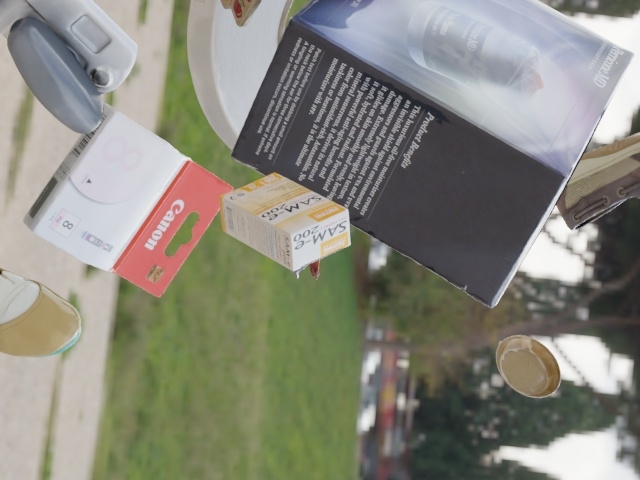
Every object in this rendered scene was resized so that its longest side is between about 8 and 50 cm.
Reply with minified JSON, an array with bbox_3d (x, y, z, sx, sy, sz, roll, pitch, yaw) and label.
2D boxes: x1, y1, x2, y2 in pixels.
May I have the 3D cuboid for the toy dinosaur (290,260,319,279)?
[{"bbox_3d":[0.000,0.000,1.496,0.082,0.090,0.047,-44,140,-16],"label":"toy dinosaur"}]

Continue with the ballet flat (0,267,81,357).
[{"bbox_3d":[-0.324,0.060,1.539,0.080,0.232,0.073,-49,126,-23],"label":"ballet flat"}]

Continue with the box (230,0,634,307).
[{"bbox_3d":[0.120,-0.136,1.532,0.183,0.294,0.296,-63,174,37],"label":"box"}]

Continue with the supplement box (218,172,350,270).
[{"bbox_3d":[-0.030,-0.017,1.273,0.098,0.062,0.036,28,-48,43],"label":"supplement box"}]

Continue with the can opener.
[{"bbox_3d":[-0.250,-0.205,1.180,0.074,0.280,0.093,-37,-158,17],"label":"can opener"}]

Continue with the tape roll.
[{"bbox_3d":[0.017,-0.258,1.943,0.072,0.392,0.392,23,-70,55],"label":"tape roll"}]

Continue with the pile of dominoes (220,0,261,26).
[{"bbox_3d":[-0.117,-0.338,1.518,0.251,0.040,0.196,55,-35,39],"label":"pile of dominoes"}]

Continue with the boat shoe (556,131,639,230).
[{"bbox_3d":[0.393,-0.084,1.818,0.103,0.285,0.092,-23,92,-51],"label":"boat shoe"}]

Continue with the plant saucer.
[{"bbox_3d":[0.237,0.148,1.784,0.015,0.083,0.083,122,-22,-48],"label":"plant saucer"}]

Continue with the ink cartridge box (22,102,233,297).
[{"bbox_3d":[-0.239,-0.042,2.007,0.189,0.232,0.066,-55,-151,2],"label":"ink cartridge box"}]
